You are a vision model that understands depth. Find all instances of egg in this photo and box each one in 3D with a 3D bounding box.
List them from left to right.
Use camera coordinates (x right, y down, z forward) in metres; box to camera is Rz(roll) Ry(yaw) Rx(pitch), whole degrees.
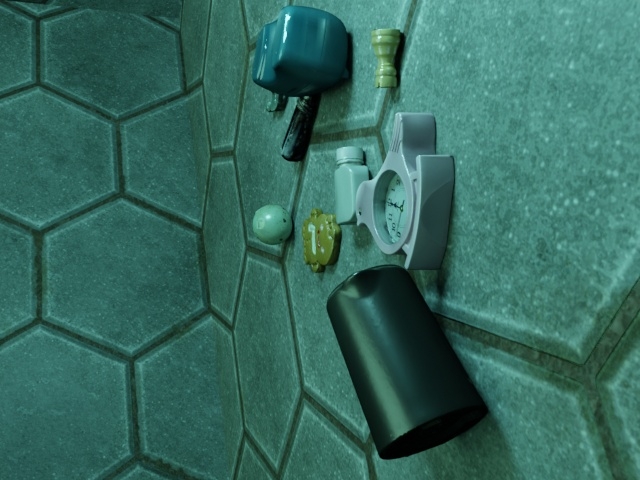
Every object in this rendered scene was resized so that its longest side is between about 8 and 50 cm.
[{"bbox_3d":[-0.157,-0.048,2.065,0.164,0.131,0.132,138,127,-69],"label":"egg"}]

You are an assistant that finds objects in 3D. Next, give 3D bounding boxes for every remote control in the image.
[{"bbox_3d":[-0.066,-0.346,1.903,0.266,0.066,0.090,109,147,-42],"label":"remote control"}]

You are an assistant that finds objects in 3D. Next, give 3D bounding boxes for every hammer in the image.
[{"bbox_3d":[-0.145,-0.542,2.125,0.158,0.041,0.227,-173,82,-68],"label":"hammer"}]

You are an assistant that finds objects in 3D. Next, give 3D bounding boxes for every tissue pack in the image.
[{"bbox_3d":[-0.045,-0.483,1.680,0.287,0.206,0.198,-179,97,-67],"label":"tissue pack"}]

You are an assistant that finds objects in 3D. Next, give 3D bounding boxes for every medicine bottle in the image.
[{"bbox_3d":[0.075,-0.131,1.557,0.119,0.069,0.183,164,103,-71],"label":"medicine bottle"}]

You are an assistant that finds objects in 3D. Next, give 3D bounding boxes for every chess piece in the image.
[{"bbox_3d":[0.141,-0.392,1.391,0.066,0.066,0.122,-151,56,-65],"label":"chess piece"}]

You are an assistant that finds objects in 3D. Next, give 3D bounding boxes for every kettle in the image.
[{"bbox_3d":[0.163,0.219,1.199,0.203,0.262,0.308,-43,54,29],"label":"kettle"}]

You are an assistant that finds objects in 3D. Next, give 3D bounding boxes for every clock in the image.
[{"bbox_3d":[0.166,-0.117,1.313,0.275,0.080,0.291,-140,53,-62],"label":"clock"}]

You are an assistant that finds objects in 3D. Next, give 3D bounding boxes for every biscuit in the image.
[{"bbox_3d":[-0.003,0.000,1.806,0.249,0.035,0.184,177,91,-68],"label":"biscuit"}]
